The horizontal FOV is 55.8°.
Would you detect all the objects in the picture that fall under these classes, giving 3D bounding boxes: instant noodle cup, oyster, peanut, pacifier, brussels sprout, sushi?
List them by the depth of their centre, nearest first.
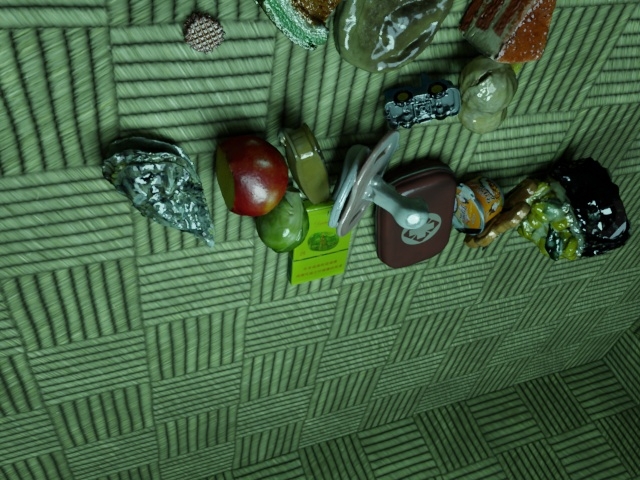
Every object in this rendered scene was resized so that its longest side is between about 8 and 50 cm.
[{"bbox_3d":[-0.354,-0.108,1.414,0.162,0.158,0.351,-5,139,32],"label":"oyster"},{"bbox_3d":[0.415,-0.359,1.520,0.149,0.149,0.313,-26,161,1],"label":"peanut"},{"bbox_3d":[0.141,-0.133,1.572,0.273,0.220,0.332,7,134,-15],"label":"pacifier"},{"bbox_3d":[-0.100,-0.050,1.612,0.131,0.145,0.183,4,135,-25],"label":"brussels sprout"},{"bbox_3d":[0.482,-0.120,1.865,0.126,0.177,0.208,-30,163,-17],"label":"instant noodle cup"},{"bbox_3d":[0.792,-0.076,1.943,0.285,0.328,0.327,-23,102,4],"label":"sushi"}]

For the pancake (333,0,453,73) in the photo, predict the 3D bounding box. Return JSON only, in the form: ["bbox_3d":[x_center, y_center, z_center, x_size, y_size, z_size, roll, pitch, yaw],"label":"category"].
[{"bbox_3d":[0.156,-0.493,1.314,0.295,0.049,0.294,-15,141,-13],"label":"pancake"}]

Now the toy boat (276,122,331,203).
[{"bbox_3d":[-0.036,-0.192,1.507,0.089,0.121,0.321,-26,157,-1],"label":"toy boat"}]

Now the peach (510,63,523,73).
[{"bbox_3d":[0.462,-0.455,1.527,0.098,0.061,0.098,1,167,0],"label":"peach"}]

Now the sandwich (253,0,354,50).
[{"bbox_3d":[-0.033,-0.479,1.173,0.160,0.109,0.185,-42,140,24],"label":"sandwich"}]

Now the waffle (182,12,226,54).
[{"bbox_3d":[-0.234,-0.412,1.201,0.083,0.029,0.075,13,126,-36],"label":"waffle"}]

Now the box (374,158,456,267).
[{"bbox_3d":[0.287,-0.070,1.846,0.263,0.108,0.403,-19,142,-9],"label":"box"}]

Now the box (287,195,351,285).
[{"bbox_3d":[0.000,0.000,1.816,0.187,0.047,0.335,-12,142,-17],"label":"box"}]

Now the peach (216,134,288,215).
[{"bbox_3d":[-0.174,-0.151,1.416,0.190,0.190,0.192,-45,143,23],"label":"peach"}]

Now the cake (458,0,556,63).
[{"bbox_3d":[0.468,-0.533,1.360,0.160,0.158,0.262,4,133,-39],"label":"cake"}]

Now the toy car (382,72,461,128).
[{"bbox_3d":[0.247,-0.352,1.506,0.191,0.100,0.097,-10,145,12],"label":"toy car"}]

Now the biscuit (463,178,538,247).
[{"bbox_3d":[0.564,-0.075,1.939,0.047,0.202,0.334,34,149,-4],"label":"biscuit"}]

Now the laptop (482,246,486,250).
[{"bbox_3d":[0.581,-0.056,1.998,0.016,0.197,0.135,36,122,-3],"label":"laptop"}]
